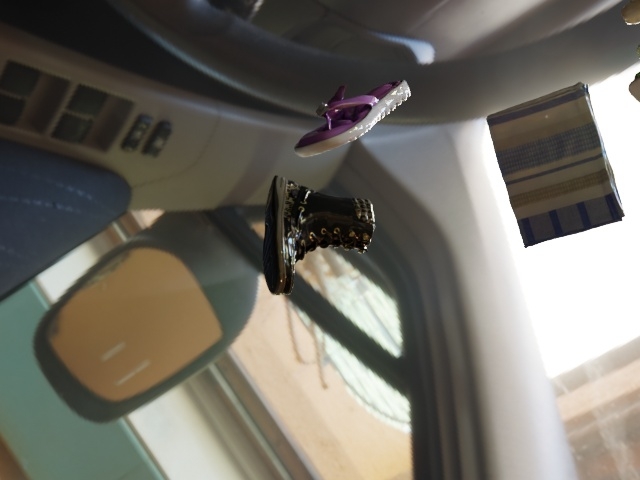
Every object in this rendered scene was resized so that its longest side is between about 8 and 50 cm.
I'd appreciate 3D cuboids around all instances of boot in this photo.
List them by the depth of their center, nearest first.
[{"bbox_3d":[0.000,-0.002,1.420,0.085,0.178,0.236,114,-19,-44],"label":"boot"}]

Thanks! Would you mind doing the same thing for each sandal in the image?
[{"bbox_3d":[0.055,-0.289,1.930,0.169,0.102,0.416,-15,-164,35],"label":"sandal"}]

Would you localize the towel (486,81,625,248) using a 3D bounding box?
[{"bbox_3d":[0.456,-0.147,1.716,0.209,0.285,0.034,-17,171,17],"label":"towel"}]

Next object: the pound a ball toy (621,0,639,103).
[{"bbox_3d":[0.663,-0.286,1.510,0.135,0.319,0.208,-37,-160,49],"label":"pound a ball toy"}]
